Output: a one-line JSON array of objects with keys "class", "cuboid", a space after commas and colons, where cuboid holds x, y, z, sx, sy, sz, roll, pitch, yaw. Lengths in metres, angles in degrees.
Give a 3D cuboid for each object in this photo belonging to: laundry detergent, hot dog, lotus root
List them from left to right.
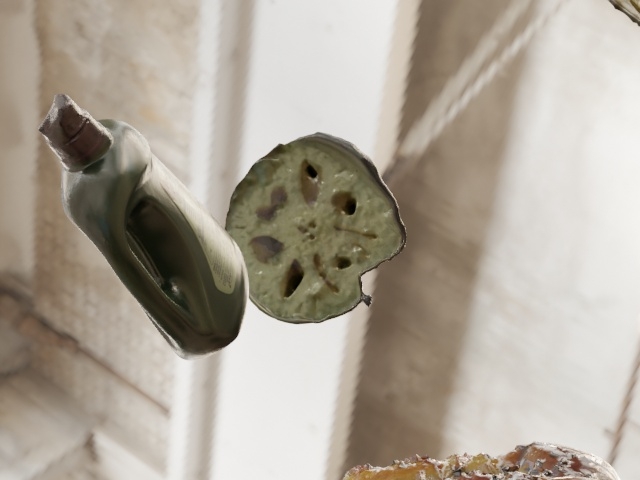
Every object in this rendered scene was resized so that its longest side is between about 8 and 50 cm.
[{"class": "laundry detergent", "cuboid": [-0.137, -0.016, 1.243, 0.078, 0.144, 0.222, -23, -49, 16]}, {"class": "lotus root", "cuboid": [-0.002, -0.004, 1.754, 0.183, 0.204, 0.078, -23, -21, 6]}, {"class": "hot dog", "cuboid": [0.189, 0.348, 1.947, 0.367, 0.365, 0.196, -58, -40, -78]}]

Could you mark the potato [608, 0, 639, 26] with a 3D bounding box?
[{"class": "potato", "cuboid": [0.411, -0.310, 1.587, 0.196, 0.299, 0.247, 149, 117, -81]}]
